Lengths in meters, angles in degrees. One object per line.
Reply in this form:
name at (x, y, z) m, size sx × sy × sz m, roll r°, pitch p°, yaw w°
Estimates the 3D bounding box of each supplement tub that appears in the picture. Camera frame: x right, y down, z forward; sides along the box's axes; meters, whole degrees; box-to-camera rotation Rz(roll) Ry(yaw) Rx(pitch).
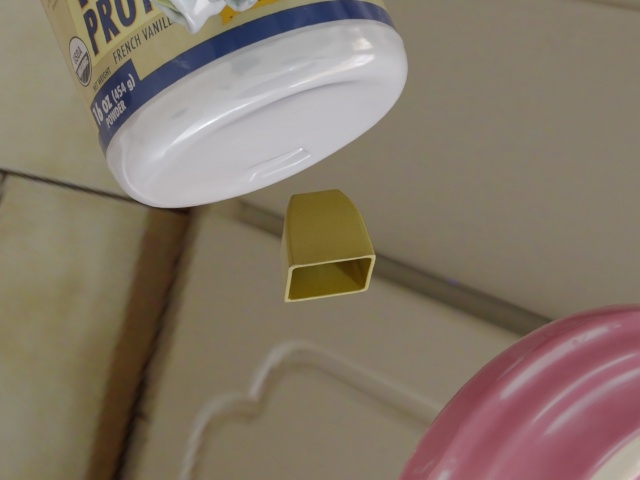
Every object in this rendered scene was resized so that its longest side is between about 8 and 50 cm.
supplement tub at (-0.095, -0.208, 1.313) m, size 0.228 × 0.228 × 0.316 m, roll -15°, pitch 74°, yaw -32°

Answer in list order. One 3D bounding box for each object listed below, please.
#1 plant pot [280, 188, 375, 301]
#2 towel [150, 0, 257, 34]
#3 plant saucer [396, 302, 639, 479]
plant pot at (0.000, 0.000, 1.697) m, size 0.081 × 0.083 × 0.081 m, roll -9°, pitch 155°, yaw -9°
towel at (-0.055, -0.337, 0.891) m, size 0.320 × 0.090 × 0.374 m, roll 46°, pitch 69°, yaw -27°
plant saucer at (0.176, 0.203, 0.999) m, size 0.332 × 0.084 × 0.332 m, roll -7°, pitch 102°, yaw -31°
